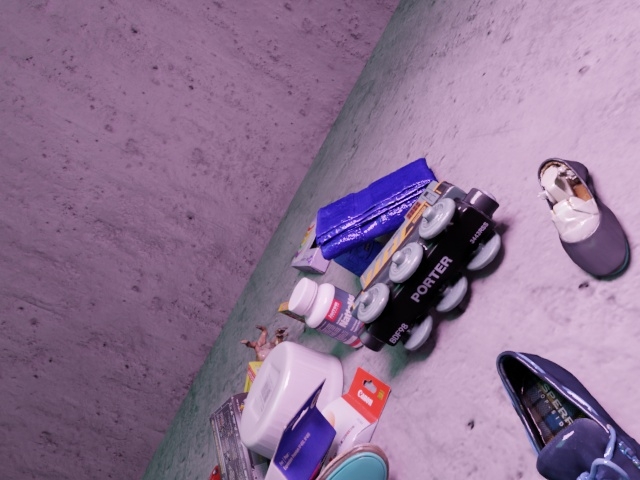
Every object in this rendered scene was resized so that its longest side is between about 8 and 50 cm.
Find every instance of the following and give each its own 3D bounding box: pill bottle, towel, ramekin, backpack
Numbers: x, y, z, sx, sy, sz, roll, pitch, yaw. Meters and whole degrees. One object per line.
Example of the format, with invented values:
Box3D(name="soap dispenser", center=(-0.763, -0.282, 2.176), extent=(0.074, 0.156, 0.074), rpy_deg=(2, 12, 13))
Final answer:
Box3D(name="pill bottle", center=(0.025, 0.159, 0.947), extent=(0.107, 0.180, 0.107), rpy_deg=(-55, 17, 25))
Box3D(name="towel", center=(0.129, -0.089, 0.999), extent=(0.309, 0.076, 0.227), rpy_deg=(-26, 27, 14))
Box3D(name="ramekin", center=(-0.076, 0.374, 0.986), extent=(0.277, 0.135, 0.277), rpy_deg=(-54, 17, 25))
Box3D(name="backpack", center=(0.097, 0.026, 1.063), extent=(0.101, 0.120, 0.097), rpy_deg=(-39, 27, 56))

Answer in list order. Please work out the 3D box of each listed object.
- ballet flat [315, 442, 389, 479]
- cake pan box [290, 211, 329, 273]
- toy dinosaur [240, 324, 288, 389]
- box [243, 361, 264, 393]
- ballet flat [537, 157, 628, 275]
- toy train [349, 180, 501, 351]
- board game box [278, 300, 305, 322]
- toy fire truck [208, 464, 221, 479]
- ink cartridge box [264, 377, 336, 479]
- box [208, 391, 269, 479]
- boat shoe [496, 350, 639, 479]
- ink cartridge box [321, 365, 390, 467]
Box3D(name="ballet flat", center=(0.006, 0.445, 0.665), extent=(0.315, 0.108, 0.106), rpy_deg=(-61, 1, 0))
Box3D(name="cake pan box", center=(0.000, 0.000, 1.540), extent=(0.245, 0.070, 0.267), rpy_deg=(-66, 16, -10))
Box3D(name="toy dinosaur", center=(-0.164, 0.383, 1.319), extent=(0.295, 0.127, 0.200), rpy_deg=(-64, -28, -84))
Box3D(name="box", center=(-0.178, 0.458, 1.156), extent=(0.087, 0.058, 0.231), rpy_deg=(31, 111, 60))
Box3D(name="ballet flat", center=(0.322, -0.042, 0.541), extent=(0.074, 0.074, 0.203), rpy_deg=(-48, 20, 42))
Box3D(name="toy train", center=(0.174, 0.042, 0.749), extent=(0.333, 0.142, 0.190), rpy_deg=(-55, 12, 13))
Box3D(name="board game box", center=(-0.017, 0.195, 1.134), extent=(0.259, 0.124, 0.039), rpy_deg=(-33, 34, 62))
Box3D(name="toy fire truck", center=(-0.336, 0.798, 1.258), extent=(0.135, 0.047, 0.192), rpy_deg=(-57, 15, 21))
Box3D(name="ink cartridge box", center=(-0.058, 0.429, 0.695), extent=(0.176, 0.069, 0.370), rpy_deg=(-16, -55, -69))
Box3D(name="box", center=(-0.214, 0.541, 1.093), extent=(0.183, 0.056, 0.230), rpy_deg=(-50, 50, 40))
Box3D(name="boat shoe", center=(0.228, 0.202, 0.375), extent=(0.108, 0.089, 0.258), rpy_deg=(-58, 15, 13))
Box3D(name="ink cartridge box", center=(0.051, 0.337, 0.803), extent=(0.179, 0.045, 0.145), rpy_deg=(-67, 18, -8))
